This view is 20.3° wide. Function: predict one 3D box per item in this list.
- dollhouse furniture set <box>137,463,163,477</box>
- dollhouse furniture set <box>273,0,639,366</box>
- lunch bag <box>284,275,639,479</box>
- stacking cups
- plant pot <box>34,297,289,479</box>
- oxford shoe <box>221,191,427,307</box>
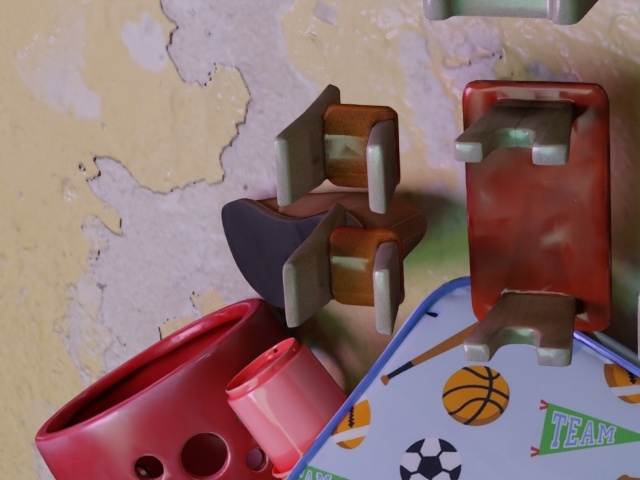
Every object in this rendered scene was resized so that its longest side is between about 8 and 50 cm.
[{"bbox_3d":[-0.177,0.224,1.429,0.129,0.129,0.184,23,126,35],"label":"dollhouse furniture set"},{"bbox_3d":[0.118,-0.066,0.985,0.262,0.135,0.259,4,116,18],"label":"dollhouse furniture set"},{"bbox_3d":[0.143,0.170,1.033,0.303,0.243,0.115,33,165,26],"label":"lunch bag"},{"bbox_3d":[0.059,0.202,1.169,0.096,0.096,0.316,-24,105,47],"label":"stacking cups"},{"bbox_3d":[-0.078,0.158,1.265,0.191,0.191,0.174,-23,103,47],"label":"plant pot"},{"bbox_3d":[0.000,0.000,1.196,0.212,0.076,0.076,6,117,60],"label":"oxford shoe"}]
